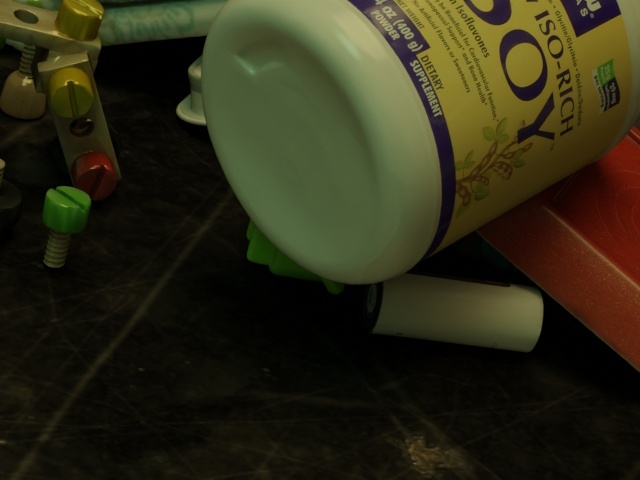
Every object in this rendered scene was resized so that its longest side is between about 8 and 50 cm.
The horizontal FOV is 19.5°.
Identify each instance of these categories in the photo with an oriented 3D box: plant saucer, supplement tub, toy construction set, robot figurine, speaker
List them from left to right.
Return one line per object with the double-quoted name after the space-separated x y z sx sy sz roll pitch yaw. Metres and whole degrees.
-0.253 -0.177 1.502 0.257 0.237 0.309 18 28 4 "toy construction set"
0.000 0.000 1.495 0.115 0.067 0.101 9 39 -10 "robot figurine"
0.101 -0.135 1.426 0.331 0.241 0.241 -29 50 -31 "supplement tub"
0.105 0.055 1.467 0.136 0.055 0.055 8 30 -14 "speaker"
0.277 0.005 1.548 0.259 0.048 0.258 41 36 3 "plant saucer"

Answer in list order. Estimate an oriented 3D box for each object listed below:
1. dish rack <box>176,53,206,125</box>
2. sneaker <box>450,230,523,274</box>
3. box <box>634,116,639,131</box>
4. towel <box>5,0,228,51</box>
0.053 -0.179 1.727 0.333 0.072 0.285 3 26 19 "dish rack"
0.140 -0.074 1.659 0.125 0.104 0.262 14 29 0 "sneaker"
0.322 -0.264 1.849 0.182 0.296 0.294 -11 45 -36 "box"
-0.098 -0.283 1.802 0.374 0.090 0.320 -5 23 12 "towel"
